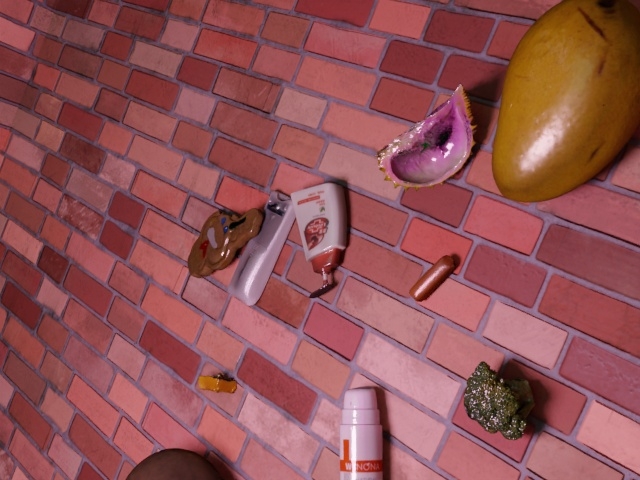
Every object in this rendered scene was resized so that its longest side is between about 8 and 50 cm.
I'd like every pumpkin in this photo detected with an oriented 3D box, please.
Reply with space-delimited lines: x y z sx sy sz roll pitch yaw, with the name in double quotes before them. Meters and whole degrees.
"pumpkin" -0.279 0.385 2.072 0.083 0.074 0.054 0 74 38

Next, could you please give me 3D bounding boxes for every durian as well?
"durian" 0.261 -0.219 1.771 0.260 0.154 0.186 -23 88 26

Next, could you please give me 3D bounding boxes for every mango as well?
"mango" 0.490 -0.278 1.547 0.301 0.220 0.445 42 108 34

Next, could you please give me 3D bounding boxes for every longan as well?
"longan" -0.368 0.670 1.945 0.297 0.297 0.297 -10 73 36

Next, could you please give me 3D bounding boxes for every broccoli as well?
"broccoli" 0.363 0.330 1.560 0.138 0.146 0.162 -19 44 -1

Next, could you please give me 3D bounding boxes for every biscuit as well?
"biscuit" -0.275 -0.007 2.156 0.320 0.047 0.183 -20 61 41

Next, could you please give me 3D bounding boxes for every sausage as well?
"sausage" 0.258 0.086 1.749 0.131 0.041 0.039 -48 50 19

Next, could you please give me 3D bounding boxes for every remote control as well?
"remote control" -0.163 0.018 2.083 0.109 0.055 0.313 29 97 39

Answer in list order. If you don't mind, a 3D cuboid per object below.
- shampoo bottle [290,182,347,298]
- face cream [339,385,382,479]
"shampoo bottle" 0.000 0.000 1.950 0.153 0.071 0.284 -14 70 34
"face cream" 0.093 0.506 1.739 0.102 0.102 0.345 -10 75 36
